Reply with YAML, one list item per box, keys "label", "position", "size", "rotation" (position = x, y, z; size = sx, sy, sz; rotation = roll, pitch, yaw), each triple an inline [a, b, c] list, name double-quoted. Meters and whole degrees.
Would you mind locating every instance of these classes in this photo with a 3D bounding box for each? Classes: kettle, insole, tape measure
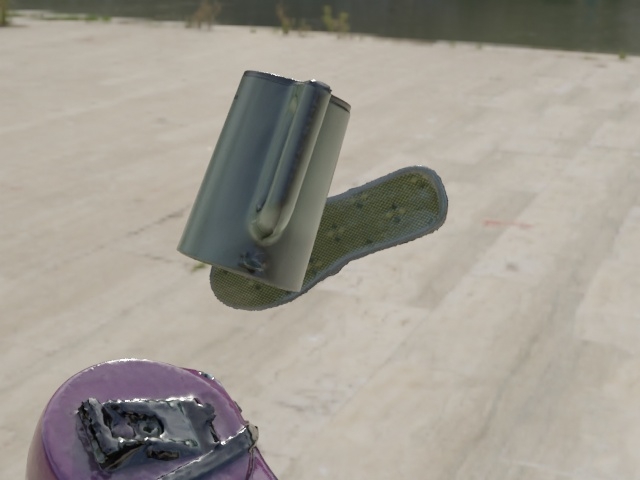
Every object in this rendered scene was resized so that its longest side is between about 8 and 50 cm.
- label: "kettle"
  position: [-0.042, -0.046, 0.767]
  size: [0.098, 0.148, 0.127]
  rotation: [20, 1, 18]
- label: "insole"
  position: [0.000, 0.000, 1.185]
  size: [0.322, 0.109, 0.007]
  rotation: [-22, -7, 27]
- label: "tape measure"
  position: [-0.160, 0.225, 1.020]
  size: [0.245, 0.149, 0.231]
  rotation: [-7, 45, -34]
